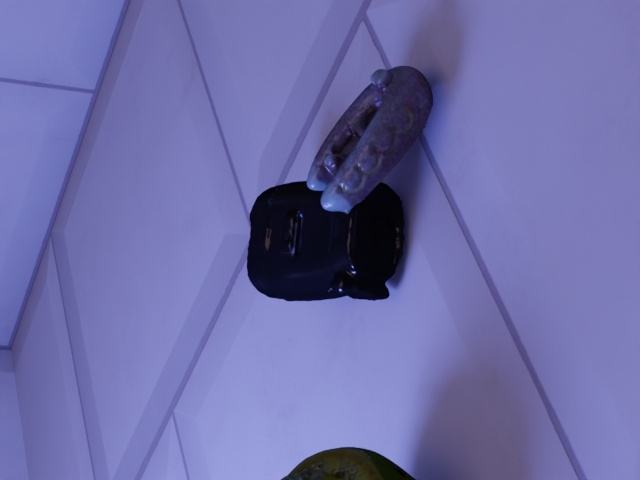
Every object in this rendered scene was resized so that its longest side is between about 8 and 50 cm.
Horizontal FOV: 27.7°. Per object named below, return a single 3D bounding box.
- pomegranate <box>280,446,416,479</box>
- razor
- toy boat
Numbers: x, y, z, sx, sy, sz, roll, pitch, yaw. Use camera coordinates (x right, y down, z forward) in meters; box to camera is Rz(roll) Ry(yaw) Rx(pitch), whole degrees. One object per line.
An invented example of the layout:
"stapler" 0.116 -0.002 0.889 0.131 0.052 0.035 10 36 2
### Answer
"pomegranate" 0.064 0.400 1.651 0.340 0.260 0.260 3 88 35
"razor" 0.004 0.000 1.952 0.327 0.107 0.189 -1 83 59
"toy boat" 0.059 -0.151 1.801 0.227 0.085 0.155 -49 24 8
